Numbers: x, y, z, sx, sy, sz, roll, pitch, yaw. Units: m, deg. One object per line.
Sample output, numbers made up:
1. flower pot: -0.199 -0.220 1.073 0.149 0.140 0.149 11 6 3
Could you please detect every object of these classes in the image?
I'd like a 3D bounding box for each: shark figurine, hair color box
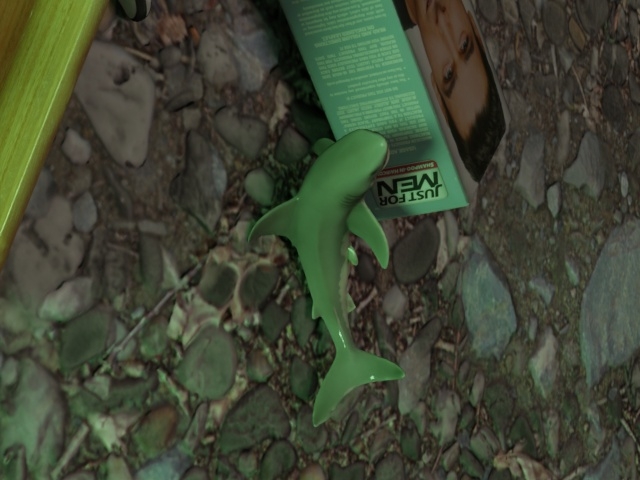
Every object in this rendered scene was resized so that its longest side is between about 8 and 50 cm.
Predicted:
1. shark figurine: -0.008 0.015 1.261 0.116 0.166 0.278 -12 117 -26
2. hair color box: 0.057 -0.227 1.291 0.374 0.114 0.185 67 31 -25

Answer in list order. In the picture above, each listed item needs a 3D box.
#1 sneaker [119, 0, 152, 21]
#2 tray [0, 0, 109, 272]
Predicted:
1. sneaker: -0.172 -0.224 1.094 0.044 0.040 0.109 -35 113 -29
2. tray: -0.239 -0.159 0.852 0.203 0.076 0.411 15 101 -51
